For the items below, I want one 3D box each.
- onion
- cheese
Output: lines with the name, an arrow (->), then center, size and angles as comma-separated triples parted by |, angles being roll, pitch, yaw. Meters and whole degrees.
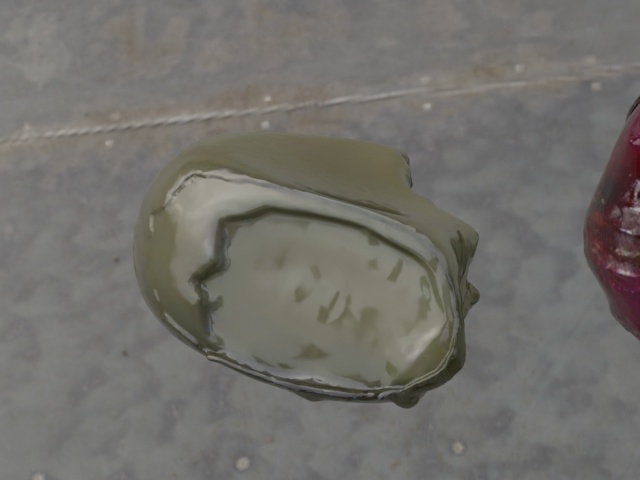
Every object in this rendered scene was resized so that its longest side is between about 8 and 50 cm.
onion -> 0.533, -0.017, 1.246 | 0.398, 0.398, 0.420 | -24, 21, -10
cheese -> 0.000, 0.000, 0.549 | 0.175, 0.091, 0.202 | 16, 19, 9
